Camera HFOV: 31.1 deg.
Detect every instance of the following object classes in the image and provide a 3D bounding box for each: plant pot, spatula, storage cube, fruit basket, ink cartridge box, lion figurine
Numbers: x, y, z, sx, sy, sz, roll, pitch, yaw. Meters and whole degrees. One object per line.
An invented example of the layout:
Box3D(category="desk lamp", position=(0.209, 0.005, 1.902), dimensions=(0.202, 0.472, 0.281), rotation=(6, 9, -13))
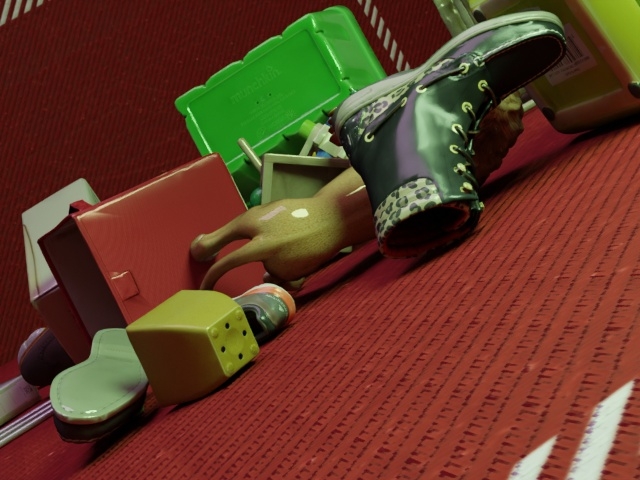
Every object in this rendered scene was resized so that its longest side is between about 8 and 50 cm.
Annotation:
Box3D(category="plant pot", position=(0.297, -0.239, 1.140), dimensions=(0.207, 0.227, 0.228), rotation=(-40, 9, -21))
Box3D(category="spatula", position=(-0.431, 0.261, 1.523), dimensions=(0.242, 0.019, 0.168), rotation=(-32, 5, -17))
Box3D(category="storage cube", position=(-0.189, 0.029, 1.347), dimensions=(0.193, 0.215, 0.184), rotation=(-27, 2, -27))
Box3D(category="fruit basket", position=(-0.037, -0.218, 2.089), dimensions=(0.392, 0.283, 0.392), rotation=(-28, -9, -5))
Box3D(category="plant pot", position=(-0.103, 0.091, 1.009), dimensions=(0.083, 0.081, 0.081), rotation=(-11, 17, 41))
Box3D(category="ink cartridge box", position=(-0.557, 0.293, 1.740), dimensions=(0.235, 0.056, 0.171), rotation=(-33, 6, -41))
Box3D(category="lion figurine", position=(0.032, -0.038, 1.204), dimensions=(0.392, 0.142, 0.240), rotation=(-38, 5, -16))

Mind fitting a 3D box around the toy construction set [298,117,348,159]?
Box3D(category="toy construction set", position=(-0.002, -0.093, 1.875), dimensions=(0.215, 0.151, 0.328), rotation=(-57, 3, -11))

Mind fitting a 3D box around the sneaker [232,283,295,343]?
Box3D(category="sneaker", position=(-0.100, 0.089, 1.104), dimensions=(0.158, 0.061, 0.065), rotation=(-28, 12, 30))

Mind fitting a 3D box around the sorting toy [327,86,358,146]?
Box3D(category="sorting toy", position=(0.047, -0.149, 1.295), dimensions=(0.102, 0.042, 0.061), rotation=(-33, -10, -3))

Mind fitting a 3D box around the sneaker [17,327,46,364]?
Box3D(category="sneaker", position=(-0.405, 0.173, 1.957), dimensions=(0.240, 0.091, 0.126), rotation=(-28, -12, 33))

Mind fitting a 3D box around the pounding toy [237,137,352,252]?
Box3D(category="pounding toy", position=(-0.033, -0.056, 1.386), dimensions=(0.141, 0.130, 0.100), rotation=(4, 2, -5))

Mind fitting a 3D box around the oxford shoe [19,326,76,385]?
Box3D(category="oxford shoe", position=(-0.339, 0.147, 1.687), dimensions=(0.271, 0.097, 0.098), rotation=(-29, 11, 14))

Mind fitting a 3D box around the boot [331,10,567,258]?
Box3D(category="boot", position=(0.133, -0.094, 1.042), dimensions=(0.236, 0.085, 0.178), rotation=(-25, 48, 13))

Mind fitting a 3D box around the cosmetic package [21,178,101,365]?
Box3D(category="cosmetic package", position=(-0.320, 0.050, 1.585), dimensions=(0.113, 0.160, 0.309), rotation=(-31, 26, -3))

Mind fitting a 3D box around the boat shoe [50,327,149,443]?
Box3D(category="boat shoe", position=(-0.201, 0.148, 1.084), dimensions=(0.081, 0.068, 0.228), rotation=(9, 13, 1))

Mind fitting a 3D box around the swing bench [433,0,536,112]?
Box3D(category="swing bench", position=(0.289, -0.332, 1.804), dimensions=(0.165, 0.253, 0.254), rotation=(-29, 6, 10))
